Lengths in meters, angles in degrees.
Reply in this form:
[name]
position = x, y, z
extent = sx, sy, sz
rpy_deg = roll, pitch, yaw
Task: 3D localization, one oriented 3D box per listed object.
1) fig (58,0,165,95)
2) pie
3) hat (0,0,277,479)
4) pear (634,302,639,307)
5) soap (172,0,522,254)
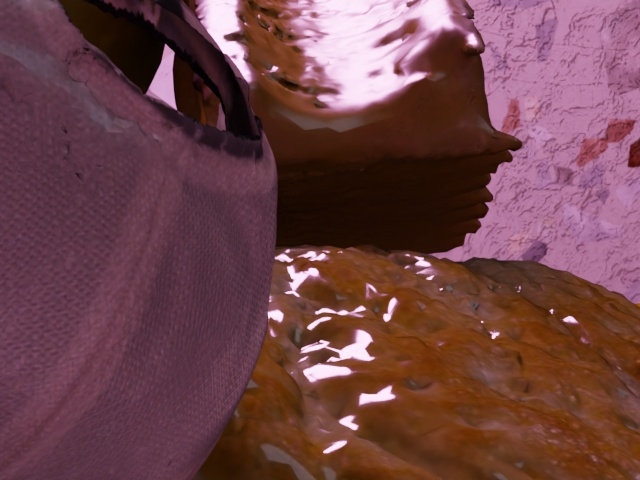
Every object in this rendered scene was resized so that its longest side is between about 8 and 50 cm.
[fig]
position = -0.188, -0.135, 1.146
extent = 0.207, 0.207, 0.230
rpy_deg = 37, 5, 3
[pie]
position = 0.078, 0.126, 0.720
extent = 0.395, 0.180, 0.418
rpy_deg = 32, 14, 32
[hat]
position = -0.141, -0.002, 0.509
extent = 0.275, 0.161, 0.232
rpy_deg = 9, -28, 41
[pear]
position = 0.230, 0.162, 1.077
extent = 0.336, 0.284, 0.285
rpy_deg = 4, -4, 13
[soap]
position = 0.000, 0.000, 1.013
extent = 0.169, 0.304, 0.338
rpy_deg = -6, 25, -3
